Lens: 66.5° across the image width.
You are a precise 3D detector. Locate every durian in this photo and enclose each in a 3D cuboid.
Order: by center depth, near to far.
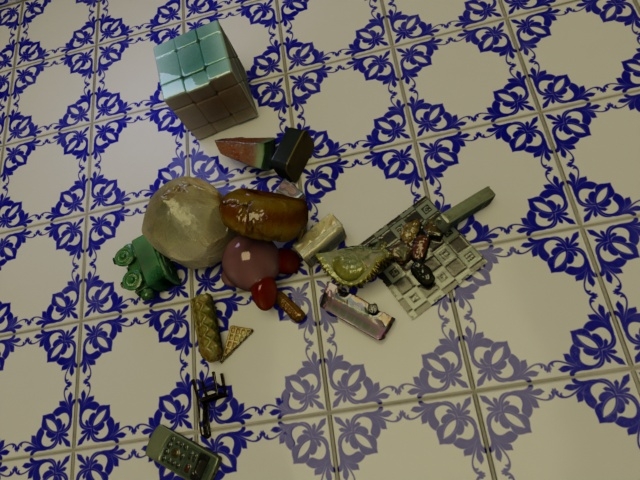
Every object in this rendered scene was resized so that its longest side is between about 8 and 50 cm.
[{"bbox_3d":[0.144,0.071,1.767,0.306,0.166,0.172,-6,31,37],"label":"durian"}]

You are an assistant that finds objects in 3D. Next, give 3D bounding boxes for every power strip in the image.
[{"bbox_3d":[0.531,-0.114,1.790,0.272,0.078,0.052,-30,68,-20],"label":"power strip"}]

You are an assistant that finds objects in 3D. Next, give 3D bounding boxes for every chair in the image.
[{"bbox_3d":[-0.390,0.595,1.766,0.101,0.084,0.213,-21,67,8],"label":"chair"}]

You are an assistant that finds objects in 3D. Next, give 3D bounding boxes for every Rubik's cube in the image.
[{"bbox_3d":[-0.498,-0.694,2.144,0.315,0.319,0.322,-21,66,5],"label":"Rubik's cube"}]

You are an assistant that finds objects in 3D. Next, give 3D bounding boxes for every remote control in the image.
[{"bbox_3d":[-0.495,0.771,1.746,0.285,0.038,0.123,21,76,19],"label":"remote control"}]

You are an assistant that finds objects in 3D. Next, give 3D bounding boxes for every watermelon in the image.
[{"bbox_3d":[-0.322,-0.387,2.088,0.256,0.193,0.140,12,104,12],"label":"watermelon"}]

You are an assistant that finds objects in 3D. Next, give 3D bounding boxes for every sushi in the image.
[{"bbox_3d":[0.362,0.042,1.799,0.343,0.064,0.359,-37,65,0],"label":"sushi"}]

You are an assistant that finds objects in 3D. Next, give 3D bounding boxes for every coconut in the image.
[{"bbox_3d":[-0.503,-0.070,1.889,0.346,0.360,0.346,-5,69,13],"label":"coconut"}]

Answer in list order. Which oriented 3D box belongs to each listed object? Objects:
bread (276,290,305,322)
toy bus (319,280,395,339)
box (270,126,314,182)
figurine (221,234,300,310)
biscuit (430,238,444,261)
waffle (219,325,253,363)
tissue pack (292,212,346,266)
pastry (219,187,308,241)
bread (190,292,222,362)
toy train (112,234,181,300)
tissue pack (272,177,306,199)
[{"bbox_3d":[-0.123,0.250,1.854,0.157,0.044,0.052,40,86,23],"label":"bread"},{"bbox_3d":[0.129,0.253,1.774,0.274,0.090,0.112,28,87,22],"label":"toy bus"},{"bbox_3d":[-0.118,-0.358,2.028,0.090,0.144,0.201,20,77,22],"label":"box"},{"bbox_3d":[-0.246,0.077,1.833,0.261,0.211,0.270,22,56,23],"label":"figurine"},{"bbox_3d":[0.439,0.035,1.824,0.046,0.016,0.089,-7,68,13],"label":"biscuit"},{"bbox_3d":[-0.320,0.401,1.854,0.097,0.023,0.153,10,71,17],"label":"waffle"},{"bbox_3d":[0.000,0.000,1.864,0.196,0.148,0.092,-39,70,-4],"label":"tissue pack"},{"bbox_3d":[-0.199,-0.094,1.786,0.356,0.356,0.164,13,103,17],"label":"pastry"},{"bbox_3d":[-0.431,0.334,1.860,0.098,0.087,0.269,-37,59,35],"label":"bread"},{"bbox_3d":[-0.710,0.108,1.986,0.202,0.145,0.266,-28,67,-2],"label":"toy train"},{"bbox_3d":[-0.151,-0.160,2.003,0.115,0.065,0.155,41,82,19],"label":"tissue pack"}]
